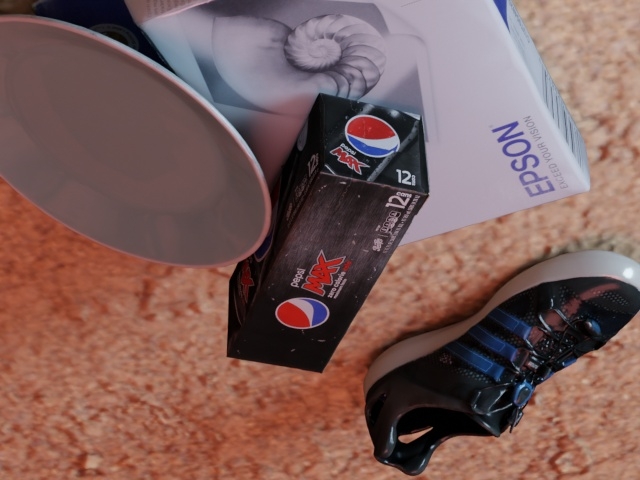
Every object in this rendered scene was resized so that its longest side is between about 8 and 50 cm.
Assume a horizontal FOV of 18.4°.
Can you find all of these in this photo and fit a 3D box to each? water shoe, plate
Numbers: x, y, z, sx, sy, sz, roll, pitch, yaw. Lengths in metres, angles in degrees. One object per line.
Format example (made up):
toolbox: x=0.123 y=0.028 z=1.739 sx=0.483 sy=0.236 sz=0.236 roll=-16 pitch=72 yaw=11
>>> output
water shoe: x=0.115 y=0.079 z=1.175 sx=0.203 sy=0.080 sz=0.073 roll=-31 pitch=133 yaw=31
plate: x=-0.106 y=-0.053 z=1.006 sx=0.188 sy=0.024 sz=0.188 roll=21 pitch=149 yaw=13

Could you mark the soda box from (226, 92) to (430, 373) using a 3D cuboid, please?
soda box: x=0.000 y=0.000 z=1.021 sx=0.060 sy=0.053 sz=0.169 roll=11 pitch=141 yaw=-14

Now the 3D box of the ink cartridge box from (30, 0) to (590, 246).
ink cartridge box: x=-0.001 y=-0.071 z=1.011 sx=0.224 sy=0.045 sz=0.223 roll=-17 pitch=139 yaw=18
